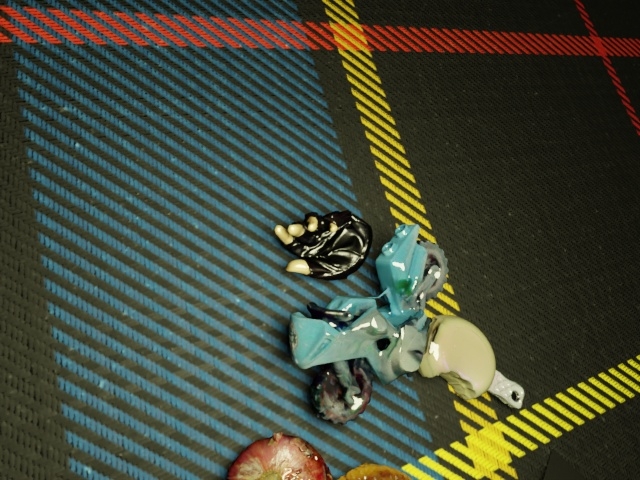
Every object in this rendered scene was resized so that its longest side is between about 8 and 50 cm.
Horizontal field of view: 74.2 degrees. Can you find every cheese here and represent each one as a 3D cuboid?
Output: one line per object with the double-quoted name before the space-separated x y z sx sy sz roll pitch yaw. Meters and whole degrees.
"cheese" 0.335 0.280 0.924 0.286 0.082 0.163 36 64 -8

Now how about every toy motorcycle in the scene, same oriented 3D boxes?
"toy motorcycle" 0.094 0.133 0.806 0.232 0.172 0.416 48 71 -21

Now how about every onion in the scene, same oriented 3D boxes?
"onion" -0.069 0.423 0.694 0.183 0.147 0.184 5 37 -4

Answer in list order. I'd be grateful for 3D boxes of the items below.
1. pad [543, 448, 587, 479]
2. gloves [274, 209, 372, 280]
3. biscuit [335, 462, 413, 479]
"pad" 0.517 0.610 0.859 0.202 0.005 0.299 44 46 11
"gloves" 0.000 0.000 0.857 0.203 0.124 0.165 24 83 -21
"biscuit" 0.093 0.575 0.730 0.289 0.081 0.334 24 61 -12
